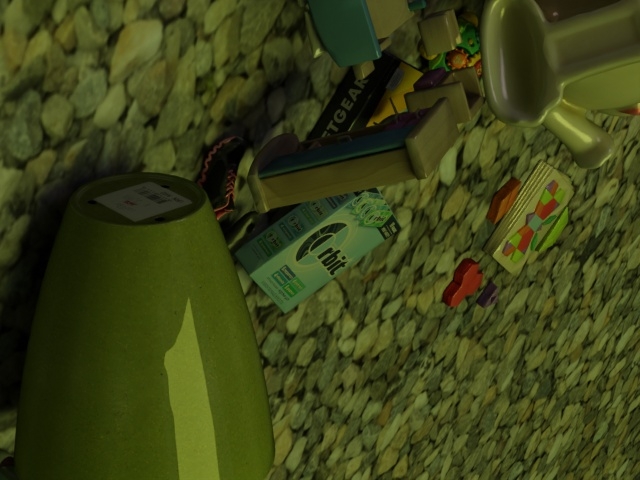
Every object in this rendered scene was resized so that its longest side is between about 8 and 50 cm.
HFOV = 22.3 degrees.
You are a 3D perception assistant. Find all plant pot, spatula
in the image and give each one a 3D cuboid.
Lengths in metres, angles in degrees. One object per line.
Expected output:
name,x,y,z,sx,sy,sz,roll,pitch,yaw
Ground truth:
plant pot,-0.181,0.089,1.649,0.275,0.275,0.293,-25,125,-44
spatula,-0.166,0.083,1.874,0.296,0.030,0.084,-54,151,0

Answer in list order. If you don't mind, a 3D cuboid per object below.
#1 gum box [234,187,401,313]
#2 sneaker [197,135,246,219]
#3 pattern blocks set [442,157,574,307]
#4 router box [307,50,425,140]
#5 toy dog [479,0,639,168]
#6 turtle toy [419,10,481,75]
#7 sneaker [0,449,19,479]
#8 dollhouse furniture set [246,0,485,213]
gum box,0.000,0.000,1.971,0.184,0.041,0.157,-37,155,0
sneaker,-0.108,-0.056,1.776,0.119,0.057,0.047,-60,151,9
pattern blocks set,0.327,-0.032,2.541,0.285,0.026,0.325,3,118,-59
router box,0.054,-0.139,1.953,0.179,0.046,0.133,-58,153,8
toy dog,0.345,-0.280,2.032,0.284,0.395,0.408,-26,166,15
turtle toy,0.174,-0.218,2.032,0.095,0.066,0.130,-38,149,-28
sneaker,-0.310,0.302,1.821,0.083,0.098,0.223,-55,153,1
dollhouse furniture set,0.014,-0.226,1.751,0.286,0.198,0.303,-50,125,-60
